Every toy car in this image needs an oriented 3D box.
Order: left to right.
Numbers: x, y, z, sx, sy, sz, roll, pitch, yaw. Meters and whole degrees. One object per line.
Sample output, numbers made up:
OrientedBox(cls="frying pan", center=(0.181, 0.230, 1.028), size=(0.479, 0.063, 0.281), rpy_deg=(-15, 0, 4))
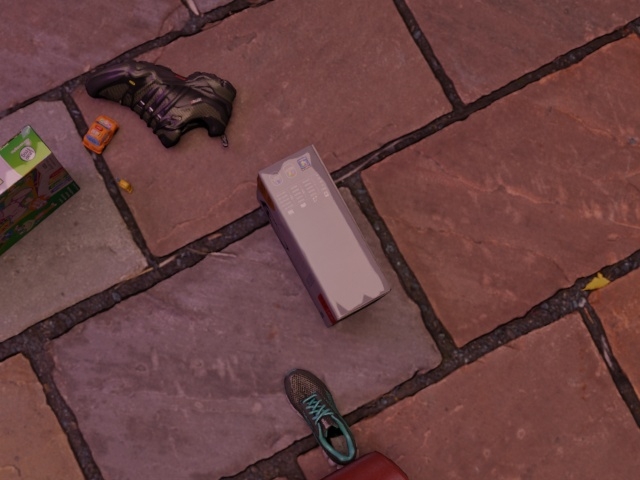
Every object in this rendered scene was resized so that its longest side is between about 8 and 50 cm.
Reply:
OrientedBox(cls="toy car", center=(-0.310, -0.135, 1.441), size=(0.060, 0.040, 0.122), rpy_deg=(-40, 85, -9))

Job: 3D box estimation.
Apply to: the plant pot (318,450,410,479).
OrientedBox(cls="plant pot", center=(0.021, 0.437, 1.276), size=(0.265, 0.272, 0.272), rpy_deg=(-31, 84, -16))

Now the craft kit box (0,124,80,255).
OrientedBox(cls="craft kit box", center=(-0.457, -0.034, 1.307), size=(0.247, 0.250, 0.061), rpy_deg=(-39, 87, -9))

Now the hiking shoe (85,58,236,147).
OrientedBox(cls="hiking shoe", center=(-0.243, -0.201, 1.434), size=(0.227, 0.086, 0.114), rpy_deg=(6, 77, -4))

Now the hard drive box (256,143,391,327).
OrientedBox(cls="hard drive box", center=(0.000, 0.000, 1.373), size=(0.089, 0.181, 0.232), rpy_deg=(-28, 83, -8))

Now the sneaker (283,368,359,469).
OrientedBox(cls="sneaker", center=(0.006, 0.257, 1.384), size=(0.065, 0.076, 0.166), rpy_deg=(-35, 85, -10))
